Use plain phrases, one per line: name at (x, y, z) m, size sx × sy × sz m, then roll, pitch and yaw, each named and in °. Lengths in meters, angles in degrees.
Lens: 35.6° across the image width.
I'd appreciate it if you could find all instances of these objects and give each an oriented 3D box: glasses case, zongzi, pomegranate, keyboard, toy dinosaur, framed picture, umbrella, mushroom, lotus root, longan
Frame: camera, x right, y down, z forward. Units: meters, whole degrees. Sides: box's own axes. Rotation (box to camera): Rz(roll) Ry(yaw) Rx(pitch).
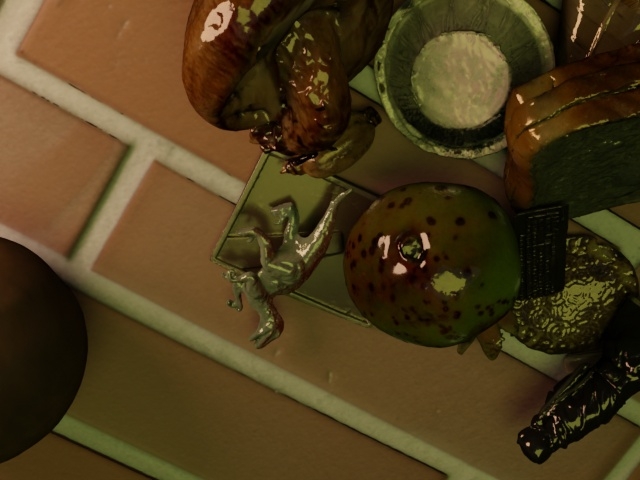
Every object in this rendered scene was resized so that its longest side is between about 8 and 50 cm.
glasses case at (0.402, 0.180, 1.475) m, size 0.083 × 0.021 × 0.032 m, roll -8°, pitch 109°, yaw -2°
zongzi at (0.326, -0.267, 1.271) m, size 0.197 × 0.099 × 0.194 m, roll 42°, pitch 115°, yaw 6°
pomegranate at (0.147, 0.055, 1.311) m, size 0.231 × 0.230 × 0.286 m, roll -12°, pitch 142°, yaw 1°
keyboard at (0.296, 0.021, 1.340) m, size 0.074 × 0.015 × 0.196 m, roll -8°, pitch 142°, yaw 5°
toy dinosaur at (-0.035, 0.026, 1.349) m, size 0.242 × 0.053 × 0.167 m, roll -33°, pitch 109°, yaw 8°
framed picture at (0.000, 0.000, 1.379) m, size 0.260 × 0.023 × 0.189 m, roll 23°, pitch 107°, yaw -12°
umbrella at (0.422, 0.185, 1.409) m, size 0.358 × 0.113 × 0.106 m, roll -40°, pitch 128°, yaw 3°
mushroom at (-0.044, -0.234, 1.193) m, size 0.263 × 0.195 × 0.283 m, roll -19°, pitch 121°, yaw -36°
lotus root at (0.014, -0.123, 1.310) m, size 0.152 × 0.063 × 0.072 m, roll -28°, pitch 84°, yaw 2°
longan at (-0.459, 0.148, 1.275) m, size 0.319 × 0.319 × 0.318 m, roll -1°, pitch 111°, yaw -3°

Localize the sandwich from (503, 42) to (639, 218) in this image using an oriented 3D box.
sandwich at (0.361, -0.125, 1.225) m, size 0.271 × 0.301 × 0.099 m, roll -18°, pitch 68°, yaw 3°

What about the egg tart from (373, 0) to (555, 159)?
egg tart at (0.179, -0.209, 1.255) m, size 0.234 × 0.094 × 0.234 m, roll 4°, pitch 114°, yaw 9°

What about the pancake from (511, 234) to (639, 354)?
pancake at (0.359, 0.080, 1.434) m, size 0.199 × 0.021 × 0.199 m, roll -1°, pitch 111°, yaw -3°
